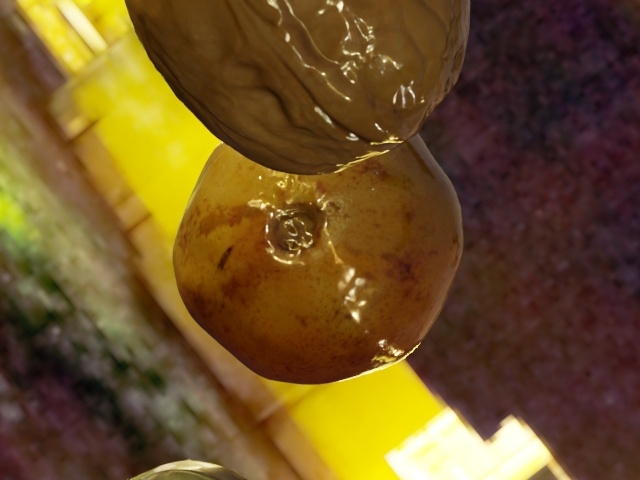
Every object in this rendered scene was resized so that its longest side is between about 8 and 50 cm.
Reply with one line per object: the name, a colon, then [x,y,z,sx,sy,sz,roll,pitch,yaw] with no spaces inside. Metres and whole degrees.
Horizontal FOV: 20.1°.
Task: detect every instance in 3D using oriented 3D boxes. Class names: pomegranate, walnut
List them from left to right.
walnut: [-0.012,-0.129,0.940,0.207,0.167,0.167,49,2,-26]
pomegranate: [0.000,0.000,1.599,0.264,0.264,0.264,52,1,-1]

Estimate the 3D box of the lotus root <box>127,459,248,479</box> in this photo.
lotus root: [-0.165,0.278,1.555,0.149,0.267,0.260,44,1,-3]
